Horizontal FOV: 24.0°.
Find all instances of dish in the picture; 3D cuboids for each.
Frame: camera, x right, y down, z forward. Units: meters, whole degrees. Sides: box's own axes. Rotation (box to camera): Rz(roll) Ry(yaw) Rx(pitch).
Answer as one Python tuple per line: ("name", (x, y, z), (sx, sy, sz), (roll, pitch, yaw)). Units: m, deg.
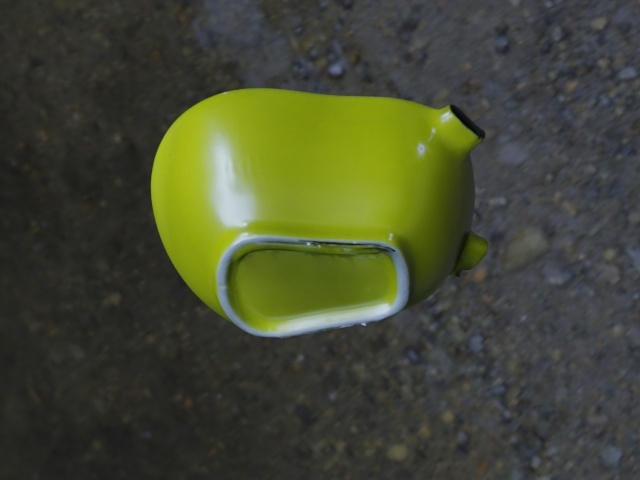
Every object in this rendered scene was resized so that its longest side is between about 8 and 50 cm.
("dish", (0.000, 0.000, 1.142), (0.262, 0.108, 0.221), (-2, 135, 2))
